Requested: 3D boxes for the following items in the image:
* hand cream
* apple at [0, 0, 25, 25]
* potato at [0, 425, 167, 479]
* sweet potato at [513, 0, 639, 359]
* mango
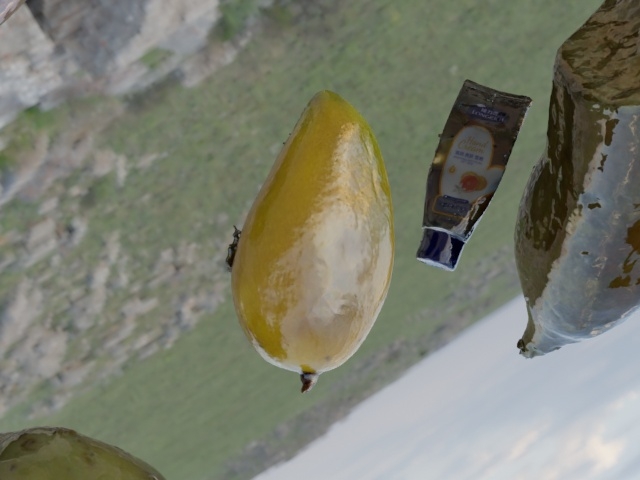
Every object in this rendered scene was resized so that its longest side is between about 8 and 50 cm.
[{"bbox_3d":[0.120,-0.055,1.020,0.039,0.062,0.163,50,58,-68],"label":"hand cream"},{"bbox_3d":[-0.328,-0.251,0.766,0.345,0.345,0.269,-29,154,-20],"label":"apple"},{"bbox_3d":[-0.142,0.205,0.744,0.165,0.165,0.262,-30,146,-14],"label":"potato"},{"bbox_3d":[0.236,-0.047,0.975,0.158,0.158,0.369,-27,139,-33],"label":"sweet potato"},{"bbox_3d":[0.000,0.000,0.769,0.101,0.187,0.066,16,170,-25],"label":"mango"}]
